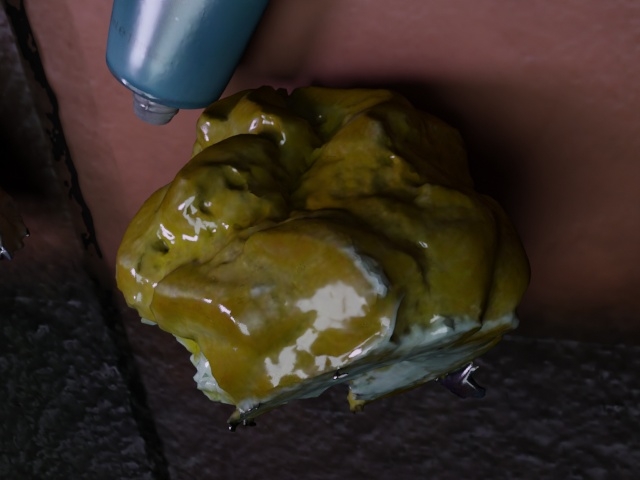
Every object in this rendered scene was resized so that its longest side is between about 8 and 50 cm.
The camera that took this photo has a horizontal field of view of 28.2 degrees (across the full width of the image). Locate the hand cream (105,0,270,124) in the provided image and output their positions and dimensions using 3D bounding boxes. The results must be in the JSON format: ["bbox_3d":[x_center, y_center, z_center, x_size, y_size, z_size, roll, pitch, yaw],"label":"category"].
[{"bbox_3d":[-0.030,-0.135,0.457,0.083,0.048,0.224,28,124,8],"label":"hand cream"}]

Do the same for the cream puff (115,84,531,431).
[{"bbox_3d":[-0.001,-0.001,0.476,0.156,0.156,0.121,41,115,-6],"label":"cream puff"}]

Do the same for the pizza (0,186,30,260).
[{"bbox_3d":[-0.208,-0.058,0.581,0.195,0.052,0.185,39,122,2],"label":"pizza"}]
